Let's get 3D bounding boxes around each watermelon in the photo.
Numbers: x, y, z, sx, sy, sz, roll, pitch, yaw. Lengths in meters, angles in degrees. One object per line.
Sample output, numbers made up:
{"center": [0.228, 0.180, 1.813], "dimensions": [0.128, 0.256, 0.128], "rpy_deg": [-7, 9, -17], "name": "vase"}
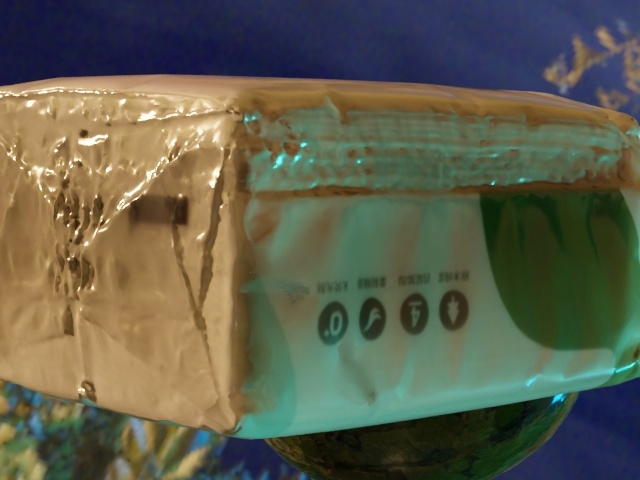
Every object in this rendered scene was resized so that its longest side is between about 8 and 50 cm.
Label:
{"center": [0.082, 0.085, 1.457], "dimensions": [0.363, 0.363, 0.363], "rpy_deg": [21, -150, -13], "name": "watermelon"}

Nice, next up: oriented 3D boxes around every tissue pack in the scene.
{"center": [0.000, 0.002, 0.911], "dimensions": [0.356, 0.194, 0.266], "rpy_deg": [-2, -174, -44], "name": "tissue pack"}
